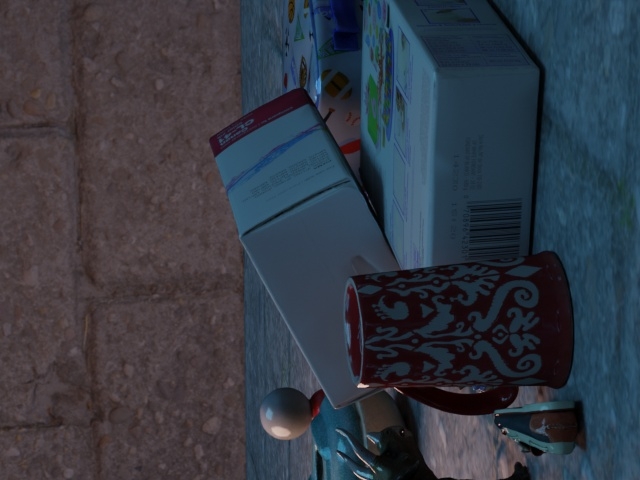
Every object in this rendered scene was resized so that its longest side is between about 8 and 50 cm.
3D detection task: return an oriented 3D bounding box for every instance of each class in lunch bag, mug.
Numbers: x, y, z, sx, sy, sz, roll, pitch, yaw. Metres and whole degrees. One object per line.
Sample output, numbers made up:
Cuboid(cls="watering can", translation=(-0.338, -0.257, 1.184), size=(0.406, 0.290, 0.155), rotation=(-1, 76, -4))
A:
Cuboid(cls="lunch bag", translation=(0.021, -0.205, 2.172), size=(0.243, 0.115, 0.303), rotation=(100, 166, -47))
Cuboid(cls="mug", translation=(0.109, 0.087, 1.494), size=(0.113, 0.169, 0.150), rotation=(-125, 33, -73))

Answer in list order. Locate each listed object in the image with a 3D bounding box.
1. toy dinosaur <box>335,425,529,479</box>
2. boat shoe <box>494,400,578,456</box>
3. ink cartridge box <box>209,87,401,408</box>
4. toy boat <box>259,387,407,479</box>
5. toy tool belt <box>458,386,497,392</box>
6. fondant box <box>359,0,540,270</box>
Cuboid(cls="toy dinosaur", translation=(0.113, 0.249, 1.554), size=(0.313, 0.160, 0.121), rotation=(-128, 36, -77))
Cuboid(cls="boat shoe", translation=(0.176, 0.155, 1.494), size=(0.137, 0.049, 0.043), rotation=(149, 116, -75))
Cuboid(cls="ink cartridge box", translation=(0.000, 0.000, 1.896), size=(0.226, 0.131, 0.306), rotation=(62, -176, -22))
Cuboid(cls="toy boat", translation=(0.017, 0.272, 2.231), size=(0.318, 0.148, 0.267), rotation=(-112, 21, -64))
Cuboid(cls="toy tool belt", translation=(0.148, 0.101, 1.630), size=(0.052, 0.051, 0.083), rotation=(-104, 15, -51))
Cuboid(cls="fondant box", translation=(0.109, -0.102, 1.676), size=(0.330, 0.096, 0.238), rotation=(-112, 20, -63))
